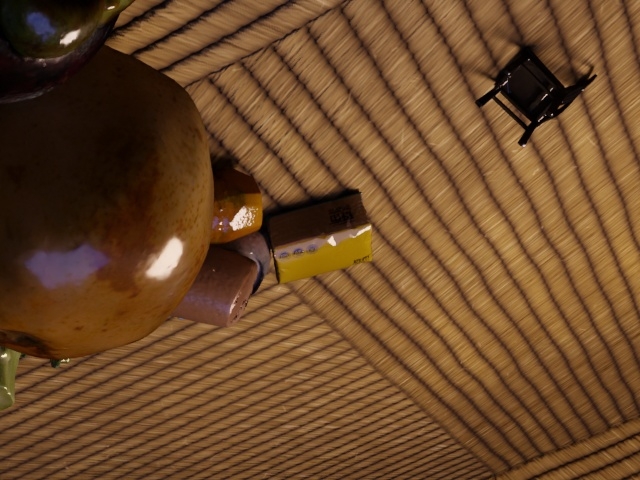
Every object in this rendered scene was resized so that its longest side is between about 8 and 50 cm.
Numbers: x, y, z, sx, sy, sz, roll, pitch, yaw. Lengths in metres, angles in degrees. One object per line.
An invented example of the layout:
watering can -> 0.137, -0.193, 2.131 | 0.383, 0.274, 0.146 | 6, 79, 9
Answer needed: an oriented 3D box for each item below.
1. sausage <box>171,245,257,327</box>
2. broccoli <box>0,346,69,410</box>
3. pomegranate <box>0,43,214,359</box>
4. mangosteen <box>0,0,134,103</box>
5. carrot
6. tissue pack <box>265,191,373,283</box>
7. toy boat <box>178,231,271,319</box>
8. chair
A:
sausage -> -0.222, 0.053, 1.633 | 0.253, 0.123, 0.123 | 13, 141, -6
broccoli -> -0.476, 0.102, 1.567 | 0.288, 0.260, 0.235 | -5, 112, -13
pomegranate -> -0.306, -0.058, 1.281 | 0.416, 0.417, 0.417 | -13, 147, -8
mangosteen -> -0.316, -0.274, 0.998 | 0.330, 0.330, 0.330 | -13, 147, -8
carrot -> -0.236, -0.046, 1.563 | 0.301, 0.114, 0.114 | -3, 145, -18
tissue pack -> 0.000, 0.000, 1.778 | 0.169, 0.082, 0.120 | -15, 148, -6
toy boat -> -0.182, 0.039, 1.763 | 0.227, 0.085, 0.155 | -28, 129, 27
chair -> 0.327, -0.230, 1.618 | 0.212, 0.101, 0.084 | -39, 173, -49
